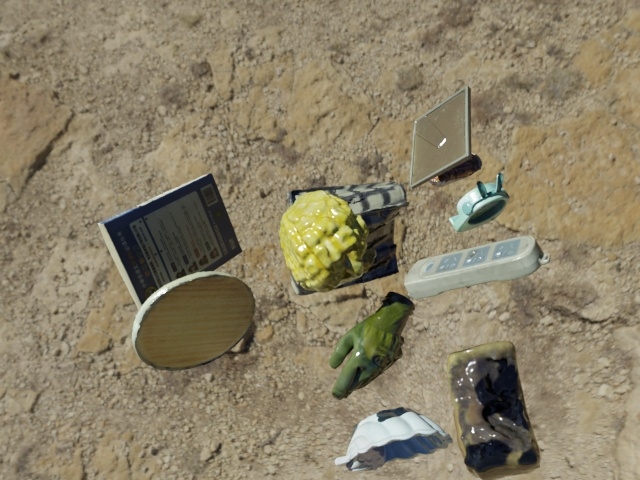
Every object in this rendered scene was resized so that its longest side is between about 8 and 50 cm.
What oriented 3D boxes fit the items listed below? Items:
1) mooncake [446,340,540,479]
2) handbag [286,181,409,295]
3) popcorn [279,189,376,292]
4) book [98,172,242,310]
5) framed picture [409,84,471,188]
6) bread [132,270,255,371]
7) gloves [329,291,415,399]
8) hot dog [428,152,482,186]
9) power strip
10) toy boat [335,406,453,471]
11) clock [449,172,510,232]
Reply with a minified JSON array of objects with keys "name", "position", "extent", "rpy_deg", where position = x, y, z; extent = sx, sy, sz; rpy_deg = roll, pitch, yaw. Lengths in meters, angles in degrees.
[{"name":"mooncake","position":[0.544,0.545,1.694],"extent":[0.246,0.394,0.393],"rpy_deg":[-16,104,17]},{"name":"handbag","position":[0.071,-0.007,1.533],"extent":[0.327,0.325,0.162],"rpy_deg":[-10,45,-11]},{"name":"popcorn","position":[0.000,0.000,1.205],"extent":[0.174,0.286,0.225],"rpy_deg":[-22,88,-16]},{"name":"book","position":[-0.440,-0.001,1.650],"extent":[0.039,0.300,0.428],"rpy_deg":[-4,22,39]},{"name":"framed picture","position":[0.319,-0.276,1.422],"extent":[0.192,0.018,0.265],"rpy_deg":[-27,41,42]},{"name":"bread","position":[-0.259,0.166,1.103],"extent":[0.267,0.267,0.040],"rpy_deg":[-37,47,-3]},{"name":"gloves","position":[0.111,0.235,1.164],"extent":[0.135,0.107,0.268],"rpy_deg":[33,87,2]},{"name":"hot dog","position":[0.395,-0.214,1.585],"extent":[0.192,0.053,0.099],"rpy_deg":[-21,44,-16]},{"name":"power strip","position":[0.276,0.051,0.979],"extent":[0.286,0.048,0.080],"rpy_deg":[-17,29,45]},{"name":"toy boat","position":[0.167,0.468,1.259],"extent":[0.290,0.199,0.100],"rpy_deg":[-33,46,27]},{"name":"clock","position":[0.306,-0.071,1.006],"extent":[0.101,0.135,0.041],"rpy_deg":[-19,64,-14]}]
